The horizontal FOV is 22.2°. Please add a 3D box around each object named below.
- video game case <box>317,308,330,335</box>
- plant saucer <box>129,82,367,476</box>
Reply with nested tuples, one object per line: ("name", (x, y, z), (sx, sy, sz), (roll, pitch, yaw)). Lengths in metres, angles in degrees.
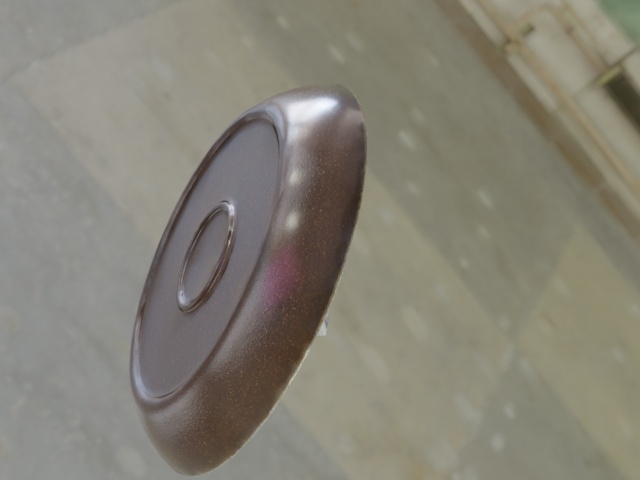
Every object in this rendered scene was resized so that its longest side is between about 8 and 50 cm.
("video game case", (0.000, 0.000, 1.268), (0.087, 0.011, 0.122), (74, 21, -51))
("plant saucer", (-0.067, 0.019, 1.198), (0.050, 0.310, 0.310), (22, 34, -21))
